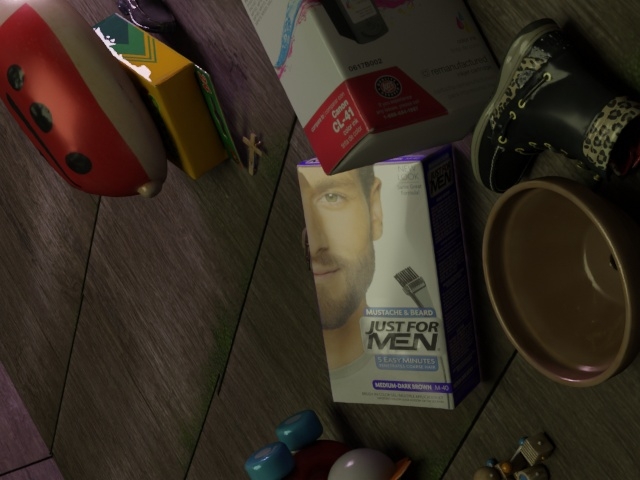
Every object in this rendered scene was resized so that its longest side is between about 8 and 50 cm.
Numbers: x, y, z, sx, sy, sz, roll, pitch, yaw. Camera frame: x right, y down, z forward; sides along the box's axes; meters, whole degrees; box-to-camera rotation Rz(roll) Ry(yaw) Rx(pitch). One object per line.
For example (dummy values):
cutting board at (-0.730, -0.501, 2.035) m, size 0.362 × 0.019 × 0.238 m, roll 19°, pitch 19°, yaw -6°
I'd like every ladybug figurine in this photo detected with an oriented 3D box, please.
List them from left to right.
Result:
ladybug figurine at (-0.422, -0.237, 2.270) m, size 0.449 × 0.162 × 0.305 m, roll 50°, pitch 161°, yaw 15°

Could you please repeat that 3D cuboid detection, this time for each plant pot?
plant pot at (0.298, 0.036, 1.529) m, size 0.237 × 0.110 × 0.237 m, roll 32°, pitch 130°, yaw 47°

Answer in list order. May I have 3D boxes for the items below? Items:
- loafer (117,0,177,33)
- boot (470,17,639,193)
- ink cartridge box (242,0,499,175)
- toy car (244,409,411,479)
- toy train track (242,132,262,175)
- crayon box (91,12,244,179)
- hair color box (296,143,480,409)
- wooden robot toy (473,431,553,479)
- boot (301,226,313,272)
loafer at (-0.296, -0.399, 2.315) m, size 0.170 × 0.062 × 0.061 m, roll 38°, pitch 131°, yaw 42°
boot at (0.265, -0.108, 1.532) m, size 0.178 × 0.085 × 0.236 m, roll 47°, pitch 141°, yaw 32°
ink cartridge box at (0.056, -0.256, 1.655) m, size 0.306 × 0.226 × 0.131 m, roll 65°, pitch 148°, yaw 11°
toy car at (0.052, 0.370, 2.080) m, size 0.238 × 0.210 × 0.219 m, roll -22°, pitch 100°, yaw 31°
toy train track at (-0.105, -0.139, 2.187) m, size 0.048 × 0.014 × 0.083 m, roll 42°, pitch 144°, yaw 30°
crayon box at (-0.264, -0.234, 2.268) m, size 0.318 × 0.081 × 0.202 m, roll 35°, pitch 153°, yaw 46°
hair color box at (0.093, 0.047, 1.806) m, size 0.185 × 0.110 × 0.338 m, roll -1°, pitch 105°, yaw 29°
wooden robot toy at (0.241, 0.316, 1.796) m, size 0.076 × 0.079 × 0.173 m, roll 63°, pitch 149°, yaw 16°
boot at (0.000, 0.000, 2.064) m, size 0.087 × 0.042 × 0.118 m, roll 42°, pitch 132°, yaw 52°
